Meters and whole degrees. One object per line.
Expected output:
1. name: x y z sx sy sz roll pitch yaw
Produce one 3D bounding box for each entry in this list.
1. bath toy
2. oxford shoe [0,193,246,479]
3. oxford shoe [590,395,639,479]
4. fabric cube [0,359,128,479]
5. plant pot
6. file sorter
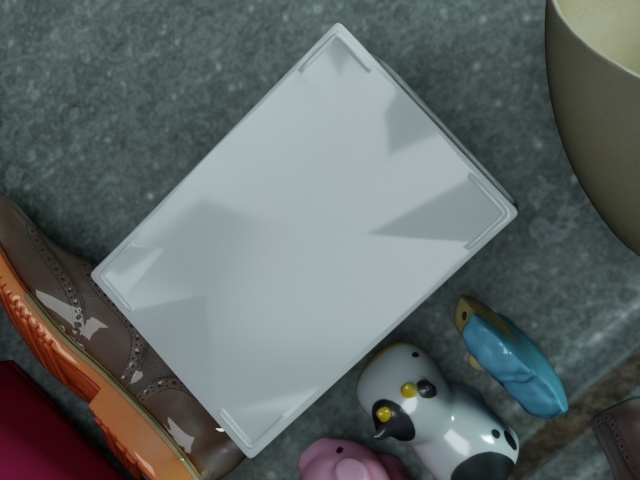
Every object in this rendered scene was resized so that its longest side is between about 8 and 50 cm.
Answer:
1. bath toy: 0.048 0.208 0.895 0.151 0.129 0.348 42 102 10
2. oxford shoe: -0.194 0.077 0.979 0.133 0.130 0.363 -37 73 -20
3. oxford shoe: 0.294 0.256 0.860 0.098 0.097 0.271 -18 80 32
4. fabric cube: -0.339 0.266 0.903 0.254 0.258 0.259 36 101 29
5. plant pot: 0.292 -0.084 0.772 0.284 0.284 0.191 15 131 14
6. file sorter: 0.000 0.000 0.876 0.278 0.173 0.193 -44 82 12
